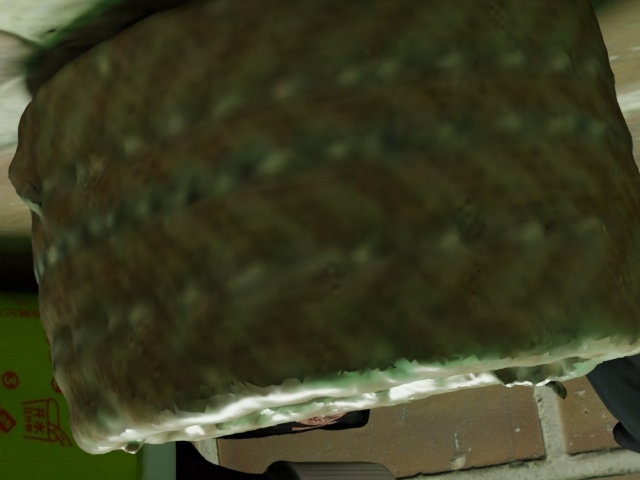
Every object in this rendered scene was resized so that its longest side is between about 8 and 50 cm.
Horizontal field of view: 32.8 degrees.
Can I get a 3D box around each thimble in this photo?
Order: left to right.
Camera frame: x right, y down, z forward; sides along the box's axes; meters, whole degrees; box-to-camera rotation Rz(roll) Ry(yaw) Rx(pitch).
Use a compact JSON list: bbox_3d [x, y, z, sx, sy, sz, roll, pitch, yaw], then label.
[{"bbox_3d":[0.003,-0.002,0.407,0.229,0.148,0.196,-13,168,9],"label":"thimble"}]

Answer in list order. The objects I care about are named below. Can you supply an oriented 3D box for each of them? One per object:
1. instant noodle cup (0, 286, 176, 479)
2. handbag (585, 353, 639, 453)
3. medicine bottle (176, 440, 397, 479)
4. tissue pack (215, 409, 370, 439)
[{"bbox_3d":[-0.286,0.140,0.666,0.294,0.294,0.308,-18,158,40],"label":"instant noodle cup"},{"bbox_3d":[0.376,0.131,0.995,0.301,0.275,0.178,4,143,-43],"label":"handbag"},{"bbox_3d":[-0.113,0.286,0.989,0.395,0.243,0.242,3,166,-18],"label":"medicine bottle"},{"bbox_3d":[-0.078,0.109,0.967,0.245,0.123,0.332,-1,166,4],"label":"tissue pack"}]
